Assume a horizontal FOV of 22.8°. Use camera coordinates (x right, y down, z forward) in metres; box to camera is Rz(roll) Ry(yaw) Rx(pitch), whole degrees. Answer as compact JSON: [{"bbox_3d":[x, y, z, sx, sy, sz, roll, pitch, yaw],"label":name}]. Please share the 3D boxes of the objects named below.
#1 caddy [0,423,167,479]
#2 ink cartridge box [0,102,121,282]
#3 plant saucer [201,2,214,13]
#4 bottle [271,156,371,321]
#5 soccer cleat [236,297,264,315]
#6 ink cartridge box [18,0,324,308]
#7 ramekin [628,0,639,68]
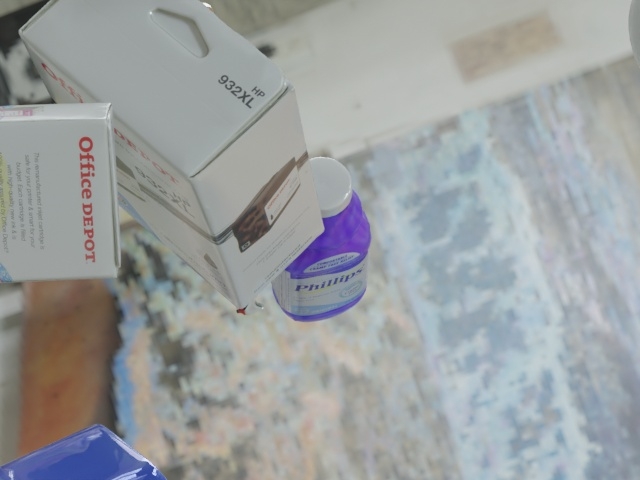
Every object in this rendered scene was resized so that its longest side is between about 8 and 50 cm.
[{"bbox_3d":[-0.240,0.339,1.623,0.341,0.179,0.241,20,-49,59],"label":"caddy"},{"bbox_3d":[-0.169,-0.026,0.853,0.052,0.122,0.088,-102,-169,-75],"label":"ink cartridge box"},{"bbox_3d":[-0.134,-0.213,1.692,0.083,0.013,0.083,-19,-111,60],"label":"plant saucer"},{"bbox_3d":[0.000,0.000,1.843,0.283,0.118,0.092,93,-23,-63],"label":"bottle"},{"bbox_3d":[-0.086,0.049,1.842,0.029,0.036,0.083,-104,-175,-64],"label":"soccer cleat"},{"bbox_3d":[-0.128,-0.096,1.469,0.223,0.129,0.307,41,-14,19],"label":"ink cartridge box"},{"bbox_3d":[0.541,-0.284,2.079,0.135,0.277,0.277,-35,110,-40],"label":"ramekin"}]
